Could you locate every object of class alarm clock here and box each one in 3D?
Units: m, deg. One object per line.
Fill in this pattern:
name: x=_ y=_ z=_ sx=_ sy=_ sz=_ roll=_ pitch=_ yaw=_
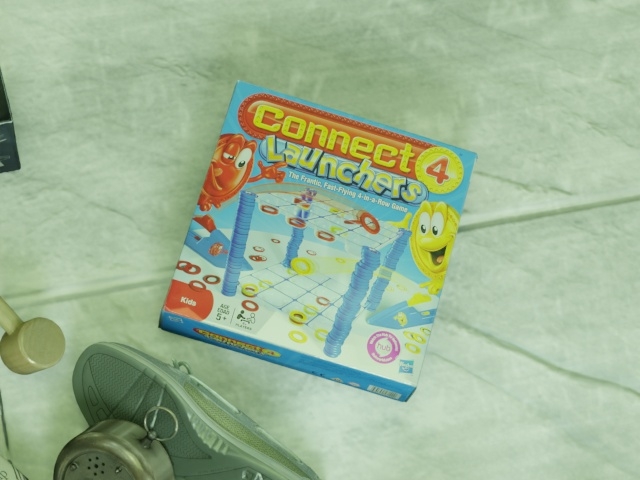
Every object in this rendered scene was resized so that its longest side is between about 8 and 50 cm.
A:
alarm clock: x=-0.216 y=0.250 z=1.622 sx=0.129 sy=0.064 sz=0.192 roll=42 pitch=111 yaw=8

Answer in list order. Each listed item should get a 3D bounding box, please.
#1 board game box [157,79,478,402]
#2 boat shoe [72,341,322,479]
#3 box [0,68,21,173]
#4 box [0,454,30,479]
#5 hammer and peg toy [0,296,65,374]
board game box: x=0.000 y=0.000 z=1.769 sx=0.308 sy=0.086 sz=0.302 roll=16 pitch=71 yaw=-2
boat shoe: x=-0.135 y=0.220 z=1.677 sx=0.320 sy=0.103 sz=0.118 roll=32 pitch=108 yaw=8
box: x=-0.433 y=-0.131 z=1.718 sx=0.156 sy=0.158 sz=0.093 roll=-13 pitch=74 yaw=-12
box: x=-0.299 y=0.353 z=1.587 sx=0.275 sy=0.094 sz=0.113 roll=39 pitch=36 yaw=6
hammer and peg toy: x=-0.475 y=0.139 z=1.605 sx=0.361 sy=0.127 sz=0.266 roll=-34 pitch=93 yaw=-36
